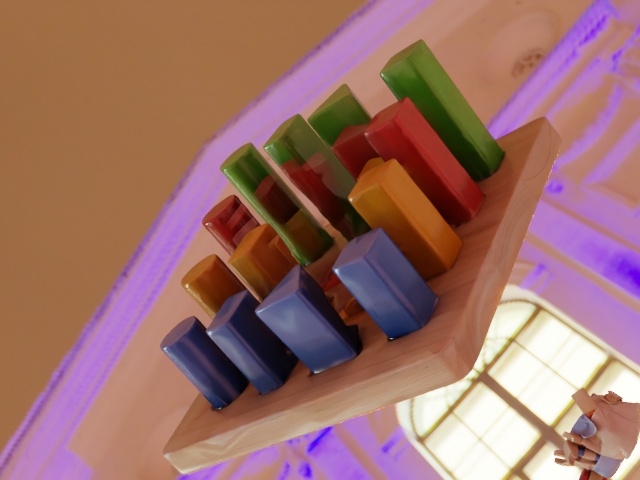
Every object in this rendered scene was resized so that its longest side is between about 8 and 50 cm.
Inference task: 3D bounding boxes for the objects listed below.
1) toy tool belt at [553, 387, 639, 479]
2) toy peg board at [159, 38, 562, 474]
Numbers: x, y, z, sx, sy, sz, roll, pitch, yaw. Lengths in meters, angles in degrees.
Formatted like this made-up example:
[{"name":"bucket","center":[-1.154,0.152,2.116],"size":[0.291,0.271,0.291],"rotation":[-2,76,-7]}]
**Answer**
[{"name":"toy tool belt","center":[0.187,0.140,0.783],"size":[0.051,0.052,0.083],"rotation":[23,-54,6]},{"name":"toy peg board","center":[0.000,0.000,0.477],"size":[0.079,0.161,0.160],"rotation":[50,-139,-16]}]
